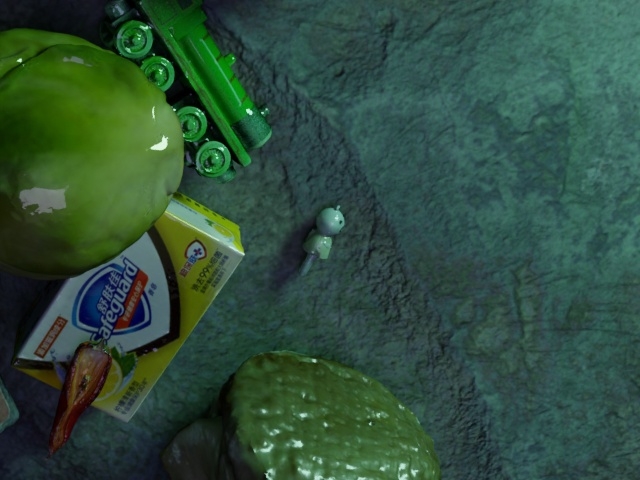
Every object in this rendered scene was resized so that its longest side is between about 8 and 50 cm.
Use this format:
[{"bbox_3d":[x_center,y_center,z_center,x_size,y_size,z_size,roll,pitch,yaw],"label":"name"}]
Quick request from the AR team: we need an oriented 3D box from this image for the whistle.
[{"bbox_3d":[0.000,0.000,1.634,0.035,0.035,0.100,23,109,-18],"label":"whistle"}]

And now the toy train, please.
[{"bbox_3d":[-0.146,-0.182,1.509,0.119,0.085,0.251,-38,119,-10],"label":"toy train"}]

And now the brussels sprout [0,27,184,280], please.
[{"bbox_3d":[-0.294,-0.089,1.400,0.294,0.227,0.259,3,79,-10],"label":"brussels sprout"}]

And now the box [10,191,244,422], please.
[{"bbox_3d":[-0.229,0.064,1.584,0.168,0.097,0.265,32,104,-21],"label":"box"}]

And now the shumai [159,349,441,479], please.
[{"bbox_3d":[-0.038,0.317,1.655,0.330,0.292,0.288,10,120,-37],"label":"shumai"}]

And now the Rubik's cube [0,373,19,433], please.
[{"bbox_3d":[-0.554,0.127,1.376,0.304,0.301,0.305,-37,120,-41],"label":"Rubik's cube"}]

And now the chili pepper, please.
[{"bbox_3d":[-0.282,0.181,1.555,0.045,0.027,0.178,19,108,-13],"label":"chili pepper"}]
